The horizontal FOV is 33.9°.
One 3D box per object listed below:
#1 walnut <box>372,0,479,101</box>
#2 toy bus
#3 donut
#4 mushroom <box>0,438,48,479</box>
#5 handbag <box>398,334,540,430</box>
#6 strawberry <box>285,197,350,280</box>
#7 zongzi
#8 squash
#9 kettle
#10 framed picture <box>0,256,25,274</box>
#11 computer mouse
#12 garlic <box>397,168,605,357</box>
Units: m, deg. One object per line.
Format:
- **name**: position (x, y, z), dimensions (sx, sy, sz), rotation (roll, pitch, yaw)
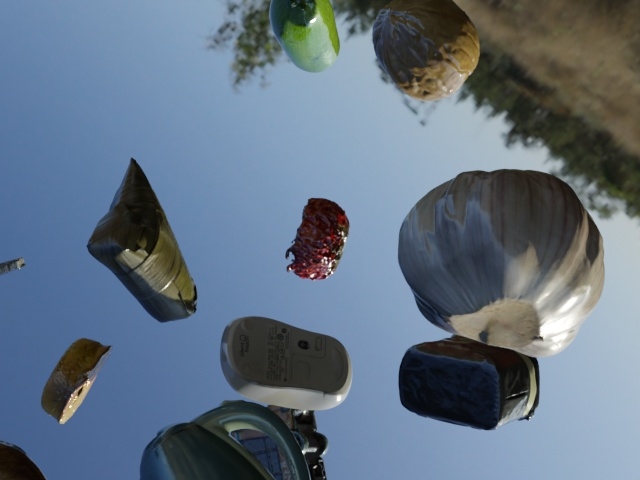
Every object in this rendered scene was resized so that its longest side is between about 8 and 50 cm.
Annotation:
- **walnut**: position (0.212, -0.400, 2.127), dimensions (0.228, 0.228, 0.228), rotation (40, -168, -10)
- **toy bus**: position (-0.081, 0.533, 2.375), dimensions (0.162, 0.194, 0.323), rotation (24, -129, -64)
- **donut**: position (-0.509, 0.282, 2.163), dimensions (0.075, 0.190, 0.174), rotation (31, -155, -2)
- **mushroom**: position (-0.551, 0.409, 1.549), dimensions (0.254, 0.267, 0.267), rotation (12, -149, -52)
- **handbag**: position (0.298, 0.272, 2.076), dimensions (0.254, 0.181, 0.181), rotation (4, -175, 39)
- **strawberry**: position (0.000, 0.000, 1.742), dimensions (0.086, 0.145, 0.145), rotation (19, -169, 4)
- **zongzi**: position (-0.361, -0.004, 2.266), dimensions (0.300, 0.138, 0.286), rotation (-91, -25, -45)
- **squash**: position (-0.024, -0.334, 1.637), dimensions (0.101, 0.101, 0.378), rotation (43, 178, 5)
- **kettle**: position (-0.170, 0.465, 1.923), dimensions (0.342, 0.319, 0.247), rotation (54, 172, 23)
- **framed picture**: position (-0.742, 0.089, 2.072), dimensions (0.335, 0.247, 0.022), rotation (-110, 5, -85)
- **computer mouse**: position (-0.078, 0.261, 2.198), dimensions (0.297, 0.121, 0.184), rotation (9, -121, -20)
- **garlic**: position (0.269, 0.023, 1.542), dimensions (0.317, 0.317, 0.259), rotation (33, -122, -39)
